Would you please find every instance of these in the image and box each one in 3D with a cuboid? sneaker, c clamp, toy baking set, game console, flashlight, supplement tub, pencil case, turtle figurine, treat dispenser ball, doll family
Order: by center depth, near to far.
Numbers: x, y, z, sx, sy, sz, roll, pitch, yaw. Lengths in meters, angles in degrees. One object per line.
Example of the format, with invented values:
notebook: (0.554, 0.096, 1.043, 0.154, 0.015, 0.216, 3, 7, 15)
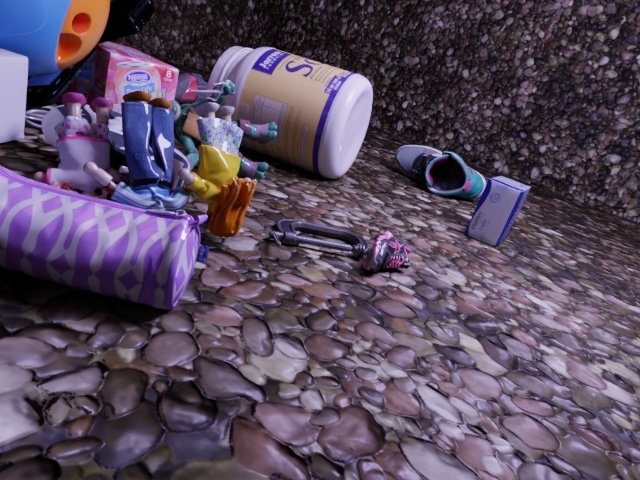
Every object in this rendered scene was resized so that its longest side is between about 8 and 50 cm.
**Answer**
pencil case: (-0.202, -0.005, 0.402, 0.206, 0.088, 0.086, 14, 17, -7)
doll family: (-0.163, -0.075, 0.540, 0.263, 0.163, 0.118, -2, -4, -44)
sneaker: (-0.307, -0.122, 0.625, 0.235, 0.094, 0.153, 32, 13, 10)
sneaker: (0.098, 0.022, 0.665, 0.057, 0.047, 0.119, 33, 23, 10)
c clamp: (0.000, 0.000, 0.673, 0.160, 0.022, 0.137, 8, 16, -20)
treat dispenser ball: (-0.487, -0.410, 0.755, 0.288, 0.288, 0.288, 15, 19, -5)
turtle figurine: (-0.192, -0.192, 0.825, 0.234, 0.175, 0.118, 17, 12, -39)
toy baking set: (-0.405, -0.196, 0.846, 0.196, 0.030, 0.256, -2, 27, -44)
game console: (-0.473, -0.377, 0.944, 0.213, 0.044, 0.361, -5, 49, 21)
supplement tub: (-0.070, -0.304, 1.115, 0.331, 0.241, 0.241, 22, 19, 13)
sneaker: (0.320, -0.206, 1.381, 0.295, 0.124, 0.178, 29, 12, 27)
flashlight: (-0.476, -0.468, 1.435, 0.103, 0.103, 0.304, 28, 21, 26)

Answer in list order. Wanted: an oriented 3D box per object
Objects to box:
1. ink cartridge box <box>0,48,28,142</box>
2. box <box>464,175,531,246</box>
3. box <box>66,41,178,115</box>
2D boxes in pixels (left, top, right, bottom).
ink cartridge box: (-0.539, -0.188, 0.556, 0.223, 0.129, 0.307, 16, 18, -4)
box: (0.373, -0.064, 1.006, 0.072, 0.126, 0.137, 28, 22, 24)
box: (-0.465, -0.370, 1.108, 0.154, 0.142, 0.300, 0, 25, -42)
